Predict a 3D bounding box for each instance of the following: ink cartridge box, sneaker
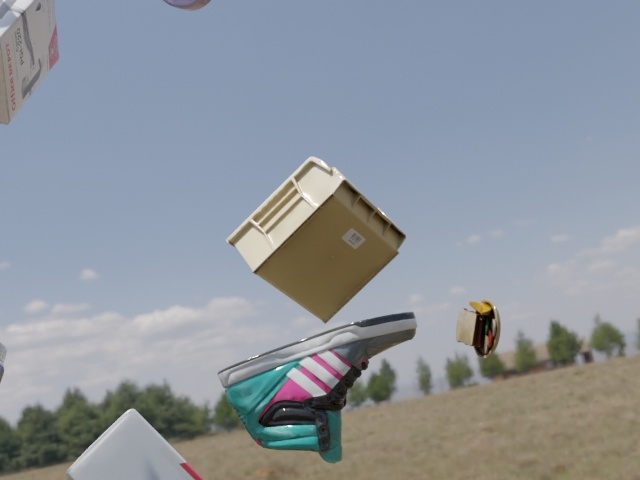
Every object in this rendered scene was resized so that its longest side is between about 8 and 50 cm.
[{"bbox_3d":[-0.507,-0.313,1.536,0.092,0.218,0.159,13,-49,5],"label":"ink cartridge box"},{"bbox_3d":[0.018,0.220,1.353,0.295,0.179,0.124,-20,-5,5],"label":"sneaker"},{"bbox_3d":[-0.321,0.491,1.762,0.160,0.279,0.385,-45,-4,-24],"label":"ink cartridge box"}]

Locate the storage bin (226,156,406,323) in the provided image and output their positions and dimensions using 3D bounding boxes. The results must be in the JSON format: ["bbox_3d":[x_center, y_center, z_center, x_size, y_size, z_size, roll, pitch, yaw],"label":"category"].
[{"bbox_3d":[0.000,0.000,1.940,0.260,0.123,0.262,-45,-46,6],"label":"storage bin"}]

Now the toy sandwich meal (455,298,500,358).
[{"bbox_3d":[0.203,0.112,1.225,0.029,0.086,0.085,5,-13,-14],"label":"toy sandwich meal"}]

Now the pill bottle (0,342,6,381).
[{"bbox_3d":[-0.604,0.246,1.680,0.078,0.137,0.078,3,-39,2],"label":"pill bottle"}]

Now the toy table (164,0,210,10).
[{"bbox_3d":[-0.254,-0.498,1.452,0.252,0.274,0.161,-22,-8,29],"label":"toy table"}]
